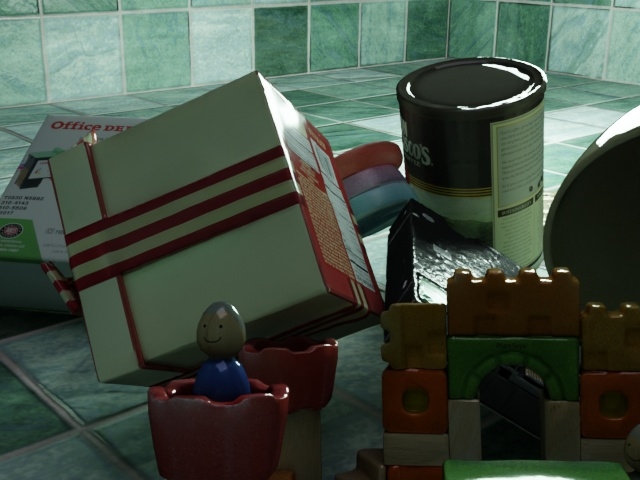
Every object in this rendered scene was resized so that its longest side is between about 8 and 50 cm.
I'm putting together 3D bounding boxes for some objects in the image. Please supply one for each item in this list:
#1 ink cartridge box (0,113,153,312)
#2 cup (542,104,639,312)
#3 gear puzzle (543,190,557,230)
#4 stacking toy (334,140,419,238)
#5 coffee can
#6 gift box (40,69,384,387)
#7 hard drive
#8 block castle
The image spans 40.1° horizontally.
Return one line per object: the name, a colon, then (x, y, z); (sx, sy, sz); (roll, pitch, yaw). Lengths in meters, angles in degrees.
ink cartridge box: (-0.316, -0.042, 1.200); (0.202, 0.117, 0.278); (4, 48, 10)
cup: (0.442, -0.047, 0.999); (0.331, 0.331, 0.237); (8, 39, 21)
gear puzzle: (0.361, -0.051, 1.548); (0.176, 0.044, 0.339); (-1, 16, -1)
stacking toy: (0.000, 0.000, 1.219); (0.309, 0.130, 0.279); (-26, -12, 7)
coffee can: (0.219, -0.098, 1.253); (0.202, 0.275, 0.201); (-6, 30, 4)
gift box: (-0.109, -0.003, 0.882); (0.258, 0.276, 0.255); (-23, -22, 12)
hard drive: (0.182, 0.081, 0.961); (0.237, 0.064, 0.339); (31, 18, -6)
block castle: (0.140, 0.130, 0.604); (0.454, 0.212, 0.303); (-1, 1, 9)
